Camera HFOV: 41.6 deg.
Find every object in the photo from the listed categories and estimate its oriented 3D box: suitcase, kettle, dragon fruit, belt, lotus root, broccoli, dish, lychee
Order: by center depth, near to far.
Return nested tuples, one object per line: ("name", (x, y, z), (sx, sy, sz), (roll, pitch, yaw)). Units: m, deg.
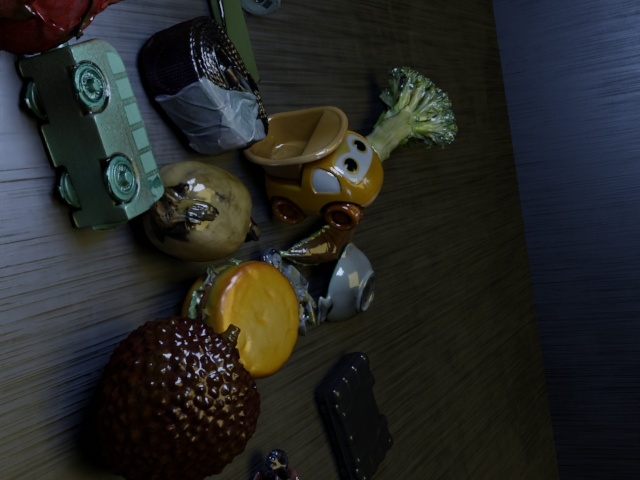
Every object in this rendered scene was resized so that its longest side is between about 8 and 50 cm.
("dragon fruit", (-0.415, -0.376, 1.182), (0.299, 0.244, 0.244), (0, 83, -21))
("lychee", (-0.229, 0.261, 1.379), (0.304, 0.276, 0.275), (-50, 133, -14))
("lotus root", (-0.208, -0.048, 1.576), (0.310, 0.183, 0.182), (14, 73, -62))
("belt", (-0.204, -0.292, 1.631), (0.289, 0.164, 0.184), (57, 30, -38))
("kettle", (-0.141, -0.595, 1.889), (0.098, 0.127, 0.148), (96, 1, -63))
("dish", (0.078, 0.123, 2.058), (0.246, 0.078, 0.224), (-47, 148, -50))
("suitcase", (0.088, 0.443, 2.091), (0.206, 0.066, 0.285), (-43, 121, -54))
("broccoli", (0.229, -0.300, 2.370), (0.252, 0.221, 0.361), (48, 55, -36))

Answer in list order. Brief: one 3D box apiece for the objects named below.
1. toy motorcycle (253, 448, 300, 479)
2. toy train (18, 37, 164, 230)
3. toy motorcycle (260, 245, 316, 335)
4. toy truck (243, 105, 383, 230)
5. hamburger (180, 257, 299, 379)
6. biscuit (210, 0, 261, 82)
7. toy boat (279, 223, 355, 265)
("toy motorcycle", (-0.098, 0.543, 1.734), (0.118, 0.084, 0.212), (49, 52, -46))
("toy train", (-0.366, -0.181, 1.366), (0.159, 0.129, 0.326), (-45, 122, -61))
("toy motorcycle", (-0.081, 0.129, 1.853), (0.225, 0.073, 0.152), (56, 41, -37))
("toy truck", (-0.010, -0.160, 1.855), (0.211, 0.288, 0.204), (72, 31, -42))
("hamburger", (-0.167, 0.152, 1.603), (0.246, 0.170, 0.246), (7, 81, -47))
("biscuit", (-0.200, -0.487, 1.803), (0.099, 0.038, 0.322), (-40, 118, -59))
("toy boat", (0.009, 0.004, 2.015), (0.293, 0.099, 0.108), (-34, 140, -58))
